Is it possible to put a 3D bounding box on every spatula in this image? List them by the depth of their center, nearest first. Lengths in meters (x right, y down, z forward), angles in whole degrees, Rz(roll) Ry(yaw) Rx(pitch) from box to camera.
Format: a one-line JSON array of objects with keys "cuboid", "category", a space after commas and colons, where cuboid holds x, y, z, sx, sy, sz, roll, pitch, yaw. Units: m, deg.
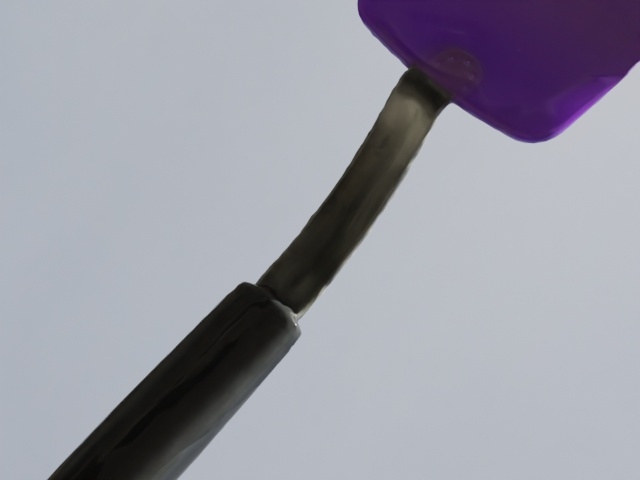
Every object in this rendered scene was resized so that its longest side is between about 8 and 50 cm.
[{"cuboid": [0.000, 0.000, 0.563, 0.084, 0.030, 0.296, 39, -91, 21], "category": "spatula"}]
